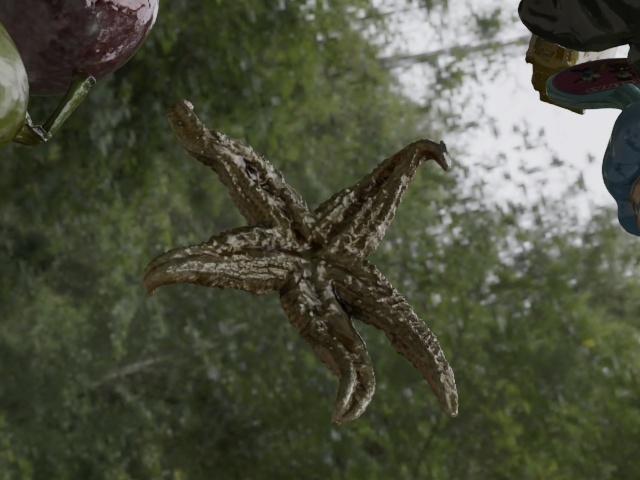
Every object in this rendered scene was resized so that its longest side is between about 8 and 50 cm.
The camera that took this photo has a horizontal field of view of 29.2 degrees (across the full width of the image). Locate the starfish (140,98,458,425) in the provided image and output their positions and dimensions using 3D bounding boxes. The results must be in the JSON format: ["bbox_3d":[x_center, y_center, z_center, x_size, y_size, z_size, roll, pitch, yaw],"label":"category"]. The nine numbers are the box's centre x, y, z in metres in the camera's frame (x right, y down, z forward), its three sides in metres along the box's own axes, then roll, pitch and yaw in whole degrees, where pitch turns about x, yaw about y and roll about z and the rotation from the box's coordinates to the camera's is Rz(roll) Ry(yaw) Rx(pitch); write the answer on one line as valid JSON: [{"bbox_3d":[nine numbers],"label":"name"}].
[{"bbox_3d":[-0.002,0.004,1.110,0.375,0.327,0.094,39,-37,4],"label":"starfish"}]

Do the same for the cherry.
[{"bbox_3d":[-0.295,-0.265,1.314,0.203,0.300,0.230,4,62,-61],"label":"cherry"}]

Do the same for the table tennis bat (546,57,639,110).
[{"bbox_3d":[0.355,-0.174,1.455,0.244,0.153,0.040,-102,-179,-66],"label":"table tennis bat"}]

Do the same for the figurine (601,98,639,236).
[{"bbox_3d":[0.349,-0.031,1.151,0.162,0.143,0.263,102,-14,-51],"label":"figurine"}]

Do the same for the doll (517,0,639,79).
[{"bbox_3d":[0.295,-0.243,0.825,0.252,0.382,0.379,39,14,13],"label":"doll"}]

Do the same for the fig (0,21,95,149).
[{"bbox_3d":[-0.285,-0.114,0.941,0.186,0.142,0.148,55,32,-51],"label":"fig"}]

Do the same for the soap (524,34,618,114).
[{"bbox_3d":[0.369,-0.309,1.740,0.080,0.160,0.257,26,-65,33],"label":"soap"}]
